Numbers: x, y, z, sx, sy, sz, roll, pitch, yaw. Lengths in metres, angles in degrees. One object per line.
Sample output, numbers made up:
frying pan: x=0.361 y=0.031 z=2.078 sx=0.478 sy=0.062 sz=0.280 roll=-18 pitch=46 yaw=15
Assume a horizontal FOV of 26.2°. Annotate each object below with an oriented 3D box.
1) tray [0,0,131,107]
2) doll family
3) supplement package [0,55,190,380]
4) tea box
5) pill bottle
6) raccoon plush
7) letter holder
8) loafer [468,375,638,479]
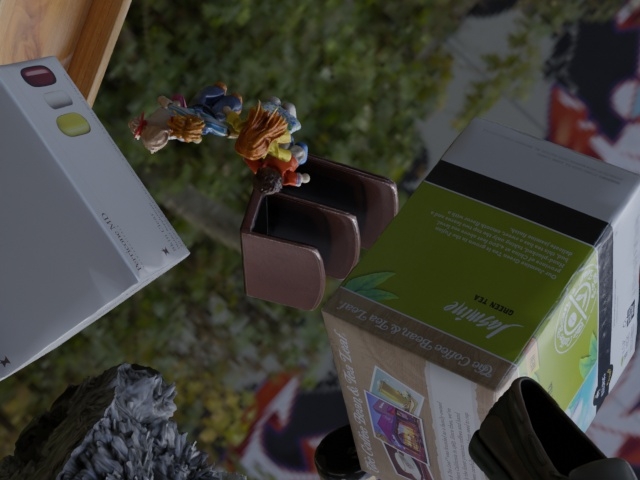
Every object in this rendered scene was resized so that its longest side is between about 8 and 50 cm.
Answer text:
tray: x=-0.363 y=-0.260 z=1.751 sx=0.203 sy=0.076 sz=0.411 roll=-4 pitch=128 yaw=-48
doll family: x=-0.129 y=-0.157 z=1.853 sx=0.163 sy=0.263 sz=0.118 roll=-56 pitch=164 yaw=-60
supplement package: x=-0.307 y=-0.027 z=1.439 sx=0.204 sy=0.262 sz=0.145 roll=-34 pitch=-179 yaw=20
tea box: x=0.194 y=0.103 z=1.549 sx=0.323 sy=0.220 sz=0.329 roll=-51 pitch=148 yaw=-27
pill bottle: x=0.077 y=0.396 z=2.111 sx=0.123 sy=0.219 sz=0.123 roll=-14 pitch=-149 yaw=9
raccoon plush: x=-0.157 y=0.318 z=1.162 sx=0.216 sy=0.299 sz=0.446 roll=-37 pitch=-162 yaw=24
letter holder: x=0.000 y=0.000 z=2.143 sx=0.302 sy=0.214 sz=0.152 roll=95 pitch=12 yaw=-70
loafer: x=0.210 y=0.196 z=1.118 sx=0.267 sy=0.096 sz=0.084 roll=38 pitch=-70 yaw=58
